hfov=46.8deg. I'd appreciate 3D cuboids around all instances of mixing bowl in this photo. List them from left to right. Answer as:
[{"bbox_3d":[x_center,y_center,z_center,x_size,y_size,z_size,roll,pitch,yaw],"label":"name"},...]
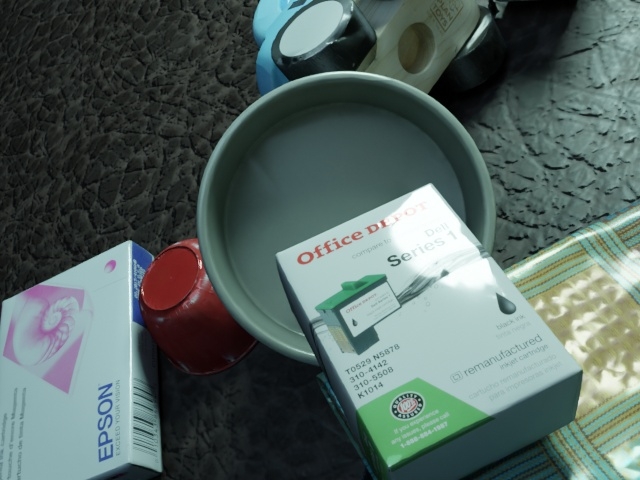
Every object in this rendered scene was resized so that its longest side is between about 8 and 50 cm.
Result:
[{"bbox_3d":[-0.157,0.065,0.919,0.181,0.098,0.181,-16,54,23],"label":"mixing bowl"}]

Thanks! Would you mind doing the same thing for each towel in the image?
[{"bbox_3d":[0.211,0.123,0.616,0.370,0.040,0.271,-28,50,-9],"label":"towel"}]

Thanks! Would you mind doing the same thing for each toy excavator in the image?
[{"bbox_3d":[0.029,-0.329,0.989,0.445,0.222,0.433,24,76,48],"label":"toy excavator"}]

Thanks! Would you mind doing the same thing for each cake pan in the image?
[{"bbox_3d":[0.025,-0.020,0.745,0.293,0.054,0.293,0,85,2],"label":"cake pan"}]

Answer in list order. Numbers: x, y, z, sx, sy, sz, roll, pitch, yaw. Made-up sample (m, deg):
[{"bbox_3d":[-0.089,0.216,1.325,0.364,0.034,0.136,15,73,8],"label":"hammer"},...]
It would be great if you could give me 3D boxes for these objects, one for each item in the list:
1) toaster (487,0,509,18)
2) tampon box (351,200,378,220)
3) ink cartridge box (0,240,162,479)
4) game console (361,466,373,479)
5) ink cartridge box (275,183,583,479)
[{"bbox_3d":[0.262,-0.391,0.891,0.110,0.185,0.168,14,63,35],"label":"toaster"},{"bbox_3d":[0.000,0.000,0.855,0.161,0.101,0.120,-38,50,7],"label":"tampon box"},{"bbox_3d":[-0.364,0.200,0.988,0.330,0.071,0.324,-25,52,16],"label":"ink cartridge box"},{"bbox_3d":[0.089,0.220,0.681,0.144,0.124,0.085,8,41,35],"label":"game console"},{"bbox_3d":[0.077,0.076,0.602,0.160,0.092,0.219,-25,50,-8],"label":"ink cartridge box"}]
